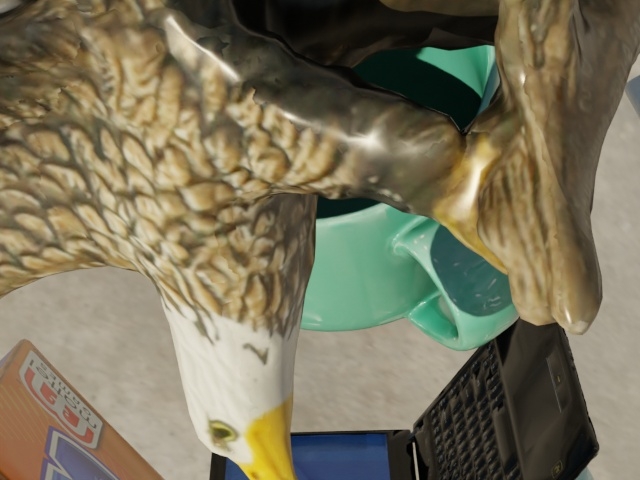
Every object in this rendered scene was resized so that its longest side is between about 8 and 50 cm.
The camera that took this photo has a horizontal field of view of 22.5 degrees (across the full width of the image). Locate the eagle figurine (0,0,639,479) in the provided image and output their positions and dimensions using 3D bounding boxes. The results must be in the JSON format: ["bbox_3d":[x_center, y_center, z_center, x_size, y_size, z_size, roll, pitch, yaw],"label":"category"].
[{"bbox_3d":[-0.062,-0.024,0.413,0.298,0.226,0.225,-3,81,28],"label":"eagle figurine"}]

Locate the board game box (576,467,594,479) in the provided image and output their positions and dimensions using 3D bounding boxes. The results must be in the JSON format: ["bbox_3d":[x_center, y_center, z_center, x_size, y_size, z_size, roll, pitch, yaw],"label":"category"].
[{"bbox_3d":[0.272,0.378,1.506,0.079,0.336,0.254,-27,94,11],"label":"board game box"}]

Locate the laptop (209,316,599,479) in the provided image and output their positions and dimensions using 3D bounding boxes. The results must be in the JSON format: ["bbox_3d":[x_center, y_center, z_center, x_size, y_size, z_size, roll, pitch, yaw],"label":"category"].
[{"bbox_3d":[0.046,0.143,1.125,0.264,0.136,0.234,-52,17,22],"label":"laptop"}]

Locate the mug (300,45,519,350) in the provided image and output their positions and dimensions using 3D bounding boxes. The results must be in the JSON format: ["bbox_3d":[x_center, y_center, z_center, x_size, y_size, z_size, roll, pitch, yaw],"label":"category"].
[{"bbox_3d":[0.006,-0.021,0.584,0.129,0.097,0.157,-5,56,8],"label":"mug"}]

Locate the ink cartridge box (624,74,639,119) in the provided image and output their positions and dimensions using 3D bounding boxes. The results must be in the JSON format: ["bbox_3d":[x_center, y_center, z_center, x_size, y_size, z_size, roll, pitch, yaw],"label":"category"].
[{"bbox_3d":[0.461,0.013,1.482,0.166,0.285,0.395,-31,36,14],"label":"ink cartridge box"}]

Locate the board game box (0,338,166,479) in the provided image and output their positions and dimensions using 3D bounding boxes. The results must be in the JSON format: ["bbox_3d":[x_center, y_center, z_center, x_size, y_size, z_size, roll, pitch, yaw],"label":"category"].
[{"bbox_3d":[-0.152,0.324,0.688,0.356,0.356,0.356,-43,100,5],"label":"board game box"}]
